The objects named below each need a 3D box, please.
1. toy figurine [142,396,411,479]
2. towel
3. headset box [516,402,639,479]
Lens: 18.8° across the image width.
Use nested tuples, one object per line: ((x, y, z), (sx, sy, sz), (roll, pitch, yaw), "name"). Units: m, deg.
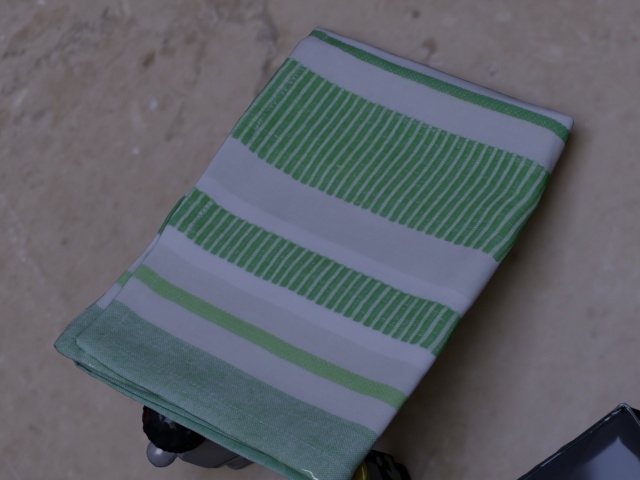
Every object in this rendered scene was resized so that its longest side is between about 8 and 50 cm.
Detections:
((-0.055, 0.209, 1.330), (0.213, 0.148, 0.209), (23, 88, 29), "toy figurine")
((0.000, 0.000, 1.339), (0.248, 0.038, 0.325), (23, 62, 30), "towel")
((0.153, 0.232, 1.147), (0.246, 0.283, 0.131), (-38, 65, 14), "headset box")
